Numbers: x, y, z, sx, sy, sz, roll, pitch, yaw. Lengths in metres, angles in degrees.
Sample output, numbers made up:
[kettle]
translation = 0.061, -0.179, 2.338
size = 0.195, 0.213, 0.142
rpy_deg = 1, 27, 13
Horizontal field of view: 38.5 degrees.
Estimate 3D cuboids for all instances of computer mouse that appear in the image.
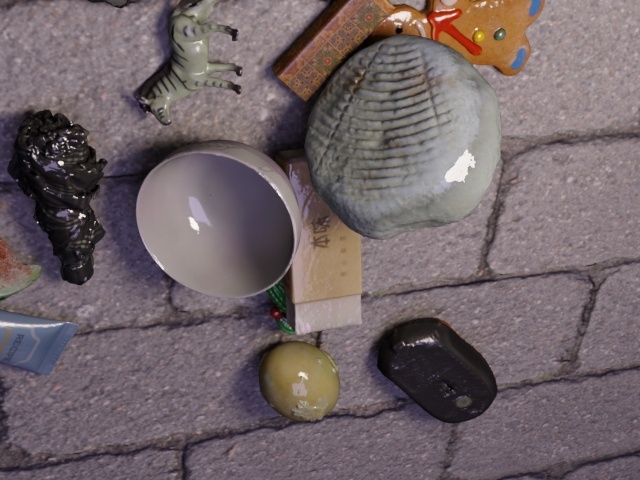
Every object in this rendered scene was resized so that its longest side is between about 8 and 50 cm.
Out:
[computer mouse]
translation = 0.258, 0.283, 2.020
size = 0.183, 0.116, 0.323
rpy_deg = -39, 120, 12

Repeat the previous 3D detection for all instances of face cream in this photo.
[face cream]
translation = -0.640, 0.158, 1.648
size = 0.385, 0.086, 0.136
rpy_deg = 20, 116, -34

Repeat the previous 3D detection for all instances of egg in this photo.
[egg]
translation = -0.044, 0.293, 1.899
size = 0.164, 0.164, 0.201
rpy_deg = -38, 131, 9

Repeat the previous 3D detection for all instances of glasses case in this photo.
[glasses case]
translation = 0.019, -0.341, 1.540
size = 0.218, 0.049, 0.075
rpy_deg = -45, 125, 14

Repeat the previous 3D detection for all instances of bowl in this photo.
[bowl]
translation = -0.160, -0.055, 1.585
size = 0.287, 0.144, 0.287
rpy_deg = 8, 123, 12

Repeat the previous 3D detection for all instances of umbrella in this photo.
[umbrella]
translation = -0.416, -0.066, 1.548
size = 0.154, 0.128, 0.337
rpy_deg = -8, 134, 6

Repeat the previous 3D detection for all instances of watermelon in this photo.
[watermelon]
translation = -0.580, 0.052, 1.580
size = 0.098, 0.121, 0.158
rpy_deg = -18, 127, 22

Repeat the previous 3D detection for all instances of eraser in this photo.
[eraser]
translation = 0.000, 0.000, 1.696
size = 0.144, 0.078, 0.343
rpy_deg = -9, 110, -17

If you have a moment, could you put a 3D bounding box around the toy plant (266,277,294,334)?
[toy plant]
translation = -0.041, 0.085, 1.797
size = 0.154, 0.088, 0.240
rpy_deg = -20, 124, -2

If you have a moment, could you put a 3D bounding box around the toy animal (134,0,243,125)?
[toy animal]
translation = -0.214, -0.296, 1.482
size = 0.176, 0.073, 0.217
rpy_deg = 1, 120, -2

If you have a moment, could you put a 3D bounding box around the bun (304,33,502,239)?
[bun]
translation = 0.143, -0.169, 1.517
size = 0.354, 0.354, 0.194
rpy_deg = -44, 146, 14

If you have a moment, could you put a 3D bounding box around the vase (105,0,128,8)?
[vase]
translation = -0.260, -0.446, 1.366
size = 0.060, 0.060, 0.211
rpy_deg = 30, 108, -33

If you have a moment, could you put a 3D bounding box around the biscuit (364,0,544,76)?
[biscuit]
translation = 0.235, -0.358, 1.607
size = 0.324, 0.049, 0.205
rpy_deg = -3, 125, -15
